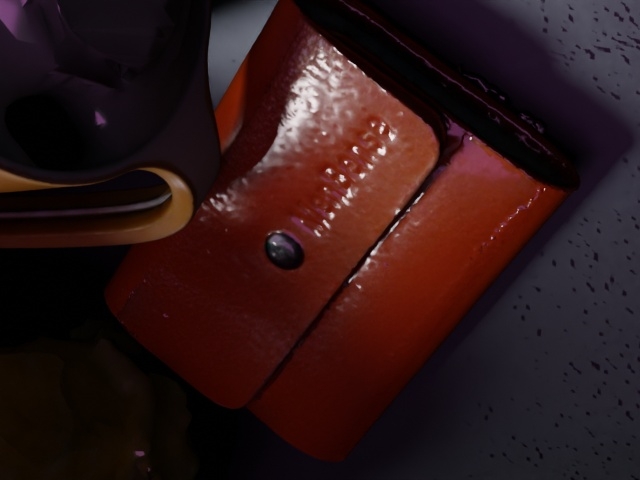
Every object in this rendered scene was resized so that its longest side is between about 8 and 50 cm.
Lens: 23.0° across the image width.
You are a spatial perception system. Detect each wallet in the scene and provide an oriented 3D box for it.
[{"bbox_3d":[0.000,0.000,0.685,0.142,0.045,0.204,37,129,1],"label":"wallet"}]

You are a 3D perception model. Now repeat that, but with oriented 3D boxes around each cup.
[{"bbox_3d":[-0.169,-0.079,0.651,0.264,0.182,0.226,-11,128,39],"label":"cup"}]

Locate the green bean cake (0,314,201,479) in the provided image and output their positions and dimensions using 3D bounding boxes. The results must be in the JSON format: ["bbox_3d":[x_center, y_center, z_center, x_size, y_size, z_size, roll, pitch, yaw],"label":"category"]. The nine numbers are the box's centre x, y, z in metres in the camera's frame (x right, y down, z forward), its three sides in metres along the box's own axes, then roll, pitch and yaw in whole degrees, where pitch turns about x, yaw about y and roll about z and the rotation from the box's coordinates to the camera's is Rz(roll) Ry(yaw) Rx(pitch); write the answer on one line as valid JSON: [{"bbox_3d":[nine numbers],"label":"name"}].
[{"bbox_3d":[-0.232,0.100,0.735,0.310,0.285,0.202,41,148,13],"label":"green bean cake"}]
